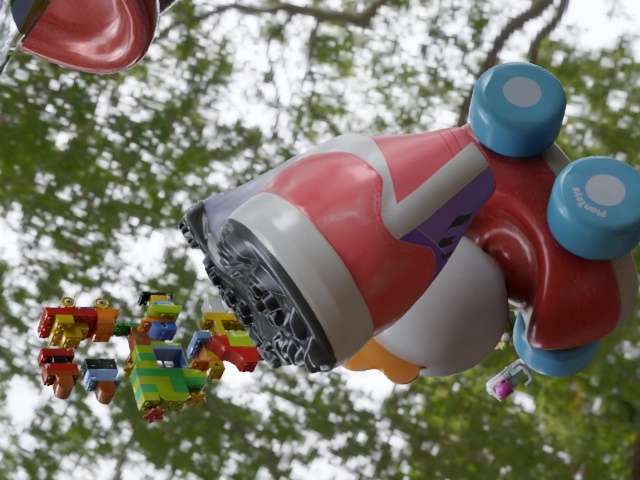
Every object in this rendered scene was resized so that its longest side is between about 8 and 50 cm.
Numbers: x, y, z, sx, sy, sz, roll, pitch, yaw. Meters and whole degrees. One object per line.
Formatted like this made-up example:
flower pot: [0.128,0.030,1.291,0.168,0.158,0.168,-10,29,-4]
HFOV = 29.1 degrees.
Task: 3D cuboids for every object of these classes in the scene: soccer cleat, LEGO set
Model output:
soccer cleat: [0.000,0.000,0.667,0.116,0.318,0.109,-34,-85,-10]
LEGO set: [0.198,0.073,1.626,0.132,0.107,0.287,-45,-82,-13]

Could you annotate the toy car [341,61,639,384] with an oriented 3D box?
toy car: [0.104,0.020,0.972,0.238,0.210,0.219,-24,-30,-17]

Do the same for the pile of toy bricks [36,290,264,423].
pile of toy bricks: [-0.154,0.120,1.137,0.212,0.105,0.118,3,-47,-29]

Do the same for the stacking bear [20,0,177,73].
stacking bear: [-0.122,-0.271,0.863,0.175,0.164,0.289,-40,19,58]

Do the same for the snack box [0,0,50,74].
snack box: [-0.222,-0.066,0.607,0.207,0.070,0.174,-55,8,-4]
